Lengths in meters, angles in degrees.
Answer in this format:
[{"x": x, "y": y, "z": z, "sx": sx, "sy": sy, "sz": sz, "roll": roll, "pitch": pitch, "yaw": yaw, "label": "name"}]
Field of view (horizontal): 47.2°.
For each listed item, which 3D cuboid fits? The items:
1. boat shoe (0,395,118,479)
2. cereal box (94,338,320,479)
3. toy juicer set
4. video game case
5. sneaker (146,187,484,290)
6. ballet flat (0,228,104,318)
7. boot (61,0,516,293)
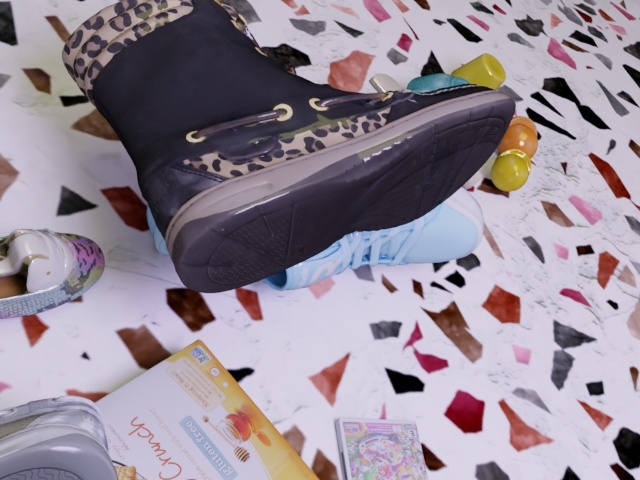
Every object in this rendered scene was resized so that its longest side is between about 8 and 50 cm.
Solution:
[{"x": -0.283, "y": 0.184, "z": 0.437, "sx": 0.320, "sy": 0.118, "sz": 0.103, "roll": -22, "pitch": 22, "yaw": -14, "label": "boat shoe"}, {"x": -0.136, "y": 0.203, "z": 0.566, "sx": 0.173, "sy": 0.047, "sz": 0.240, "roll": 46, "pitch": 46, "yaw": 13, "label": "cereal box"}, {"x": 0.193, "y": -0.144, "z": 1.016, "sx": 0.329, "sy": 0.089, "sz": 0.209, "roll": -25, "pitch": 82, "yaw": -49, "label": "toy juicer set"}, {"x": 0.063, "y": 0.226, "z": 0.685, "sx": 0.087, "sy": 0.011, "sz": 0.122, "roll": 9, "pitch": 51, "yaw": -24, "label": "video game case"}, {"x": 0.000, "y": 0.000, "z": 0.759, "sx": 0.365, "sy": 0.135, "sz": 0.150, "roll": 7, "pitch": 51, "yaw": -10, "label": "sneaker"}, {"x": -0.279, "y": 0.027, "z": 0.609, "sx": 0.221, "sy": 0.079, "sz": 0.077, "roll": -14, "pitch": 63, "yaw": -37, "label": "ballet flat"}, {"x": -0.026, "y": -0.130, "z": 0.690, "sx": 0.377, "sy": 0.138, "sz": 0.284, "roll": -25, "pitch": 59, "yaw": -27, "label": "boot"}]
